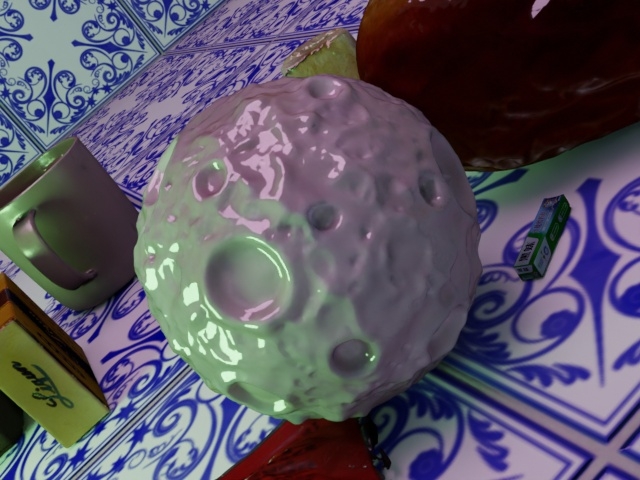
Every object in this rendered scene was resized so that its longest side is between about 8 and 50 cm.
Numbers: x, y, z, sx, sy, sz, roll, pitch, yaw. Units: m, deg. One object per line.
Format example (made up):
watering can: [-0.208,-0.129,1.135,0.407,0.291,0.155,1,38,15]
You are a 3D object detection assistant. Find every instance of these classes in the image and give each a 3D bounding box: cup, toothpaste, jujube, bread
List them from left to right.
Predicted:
cup: [-0.363,-0.006,1.243,0.191,0.200,0.253,-36,22,6]
bread: [0.010,-0.247,1.263,0.125,0.106,0.082,-36,24,-1]
jujube: [0.187,-0.180,0.736,0.317,0.223,0.223,-15,31,28]
toothpaste: [0.177,-0.004,0.684,0.020,0.017,0.083,-13,34,45]

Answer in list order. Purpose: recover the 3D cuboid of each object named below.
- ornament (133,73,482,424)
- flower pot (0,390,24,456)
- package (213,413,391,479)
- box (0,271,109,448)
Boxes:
ornament: [0.000,0.000,0.633,0.225,0.259,0.259,-26,26,22]
flower pot: [-0.466,0.256,1.066,0.251,0.084,0.179,-40,23,-6]
package: [-0.036,0.188,0.585,0.194,0.071,0.269,-26,18,-7]
box: [-0.340,0.134,1.017,0.070,0.152,0.237,-44,23,-12]
